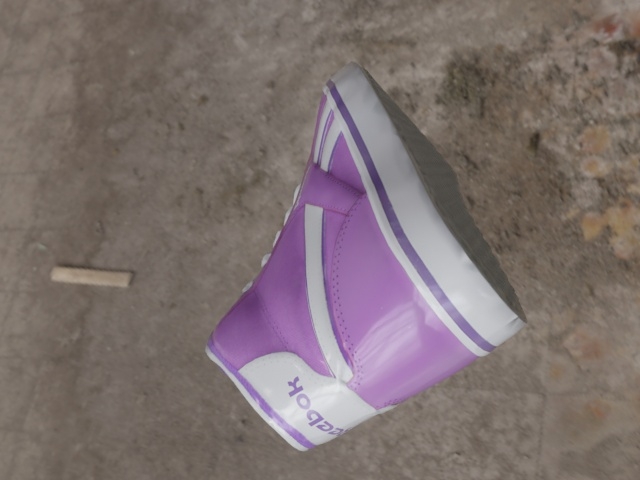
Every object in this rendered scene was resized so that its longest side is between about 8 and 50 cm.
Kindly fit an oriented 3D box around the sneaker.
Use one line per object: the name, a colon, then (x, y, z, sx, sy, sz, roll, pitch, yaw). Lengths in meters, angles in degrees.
sneaker: (-0.001, -0.001, 0.503, 0.161, 0.102, 0.282, -39, 21, 16)
